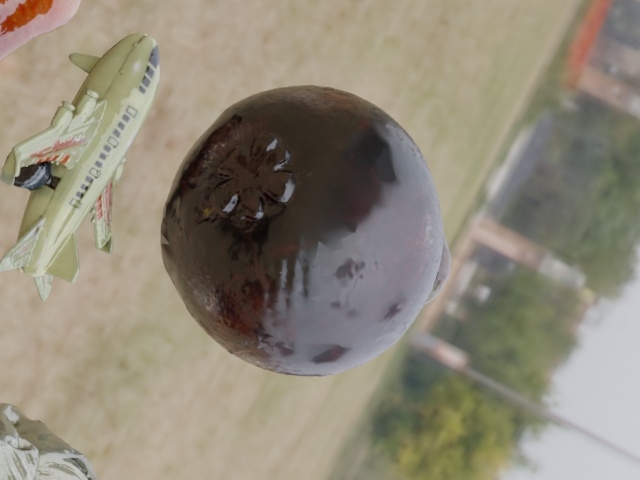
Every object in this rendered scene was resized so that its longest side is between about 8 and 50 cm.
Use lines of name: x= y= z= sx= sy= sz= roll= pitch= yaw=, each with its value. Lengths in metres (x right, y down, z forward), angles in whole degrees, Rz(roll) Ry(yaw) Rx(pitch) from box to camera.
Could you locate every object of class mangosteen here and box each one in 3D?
mangosteen: x=-0.014 y=-0.004 z=1.847 sx=0.297 sy=0.297 sz=0.293 roll=-61 pitch=166 yaw=-15

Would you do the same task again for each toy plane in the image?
toy plane: x=-0.208 y=-0.071 z=1.572 sx=0.229 sy=0.092 sz=0.244 roll=52 pitch=55 yaw=-70

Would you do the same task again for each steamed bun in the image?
steamed bun: x=-0.336 y=0.241 z=1.764 sx=0.218 sy=0.144 sz=0.211 roll=-34 pitch=130 yaw=-7

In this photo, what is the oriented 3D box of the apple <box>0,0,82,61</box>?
apple: x=-0.383 y=-0.302 z=1.930 sx=0.242 sy=0.241 sz=0.242 roll=-28 pitch=-164 yaw=8
